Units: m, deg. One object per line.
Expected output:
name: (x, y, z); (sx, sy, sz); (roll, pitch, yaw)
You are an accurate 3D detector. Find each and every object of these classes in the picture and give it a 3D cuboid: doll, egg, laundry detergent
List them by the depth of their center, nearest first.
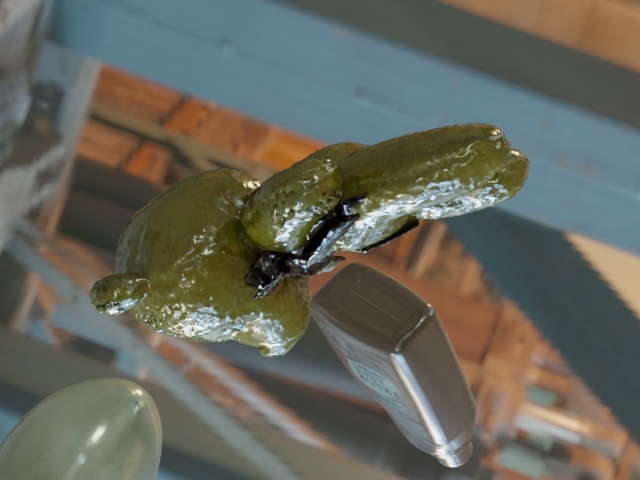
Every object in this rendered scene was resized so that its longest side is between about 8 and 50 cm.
doll: (0.000, 0.000, 0.936); (0.137, 0.209, 0.097); (-16, 90, -72)
laundry detergent: (0.073, 0.122, 1.911); (0.076, 0.171, 0.237); (-45, 139, -16)
egg: (-0.240, 0.227, 1.919); (0.209, 0.151, 0.151); (-51, 175, 5)
